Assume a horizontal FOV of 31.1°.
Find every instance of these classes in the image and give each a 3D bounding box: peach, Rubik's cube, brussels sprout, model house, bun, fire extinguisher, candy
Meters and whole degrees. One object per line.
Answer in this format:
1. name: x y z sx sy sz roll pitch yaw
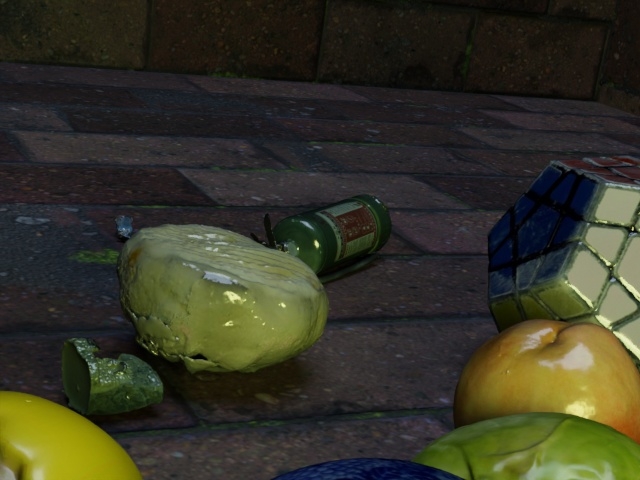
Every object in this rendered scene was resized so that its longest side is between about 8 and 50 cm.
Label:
1. peach: 0.213 0.157 1.063 0.184 0.184 0.184 8 16 -2
2. Rubik's cube: 0.341 0.051 1.317 0.264 0.319 0.319 31 8 -22
3. brussels sprout: 0.156 0.211 0.871 0.223 0.161 0.223 10 9 -2
4. model house: -0.203 0.132 1.127 0.083 0.066 0.079 -1 21 -33
5. bun: -0.111 0.071 1.250 0.239 0.141 0.239 13 13 -3
6. fire extinguisher: 0.000 0.000 1.627 0.093 0.118 0.294 -23 -2 32
7. candy: -0.287 -0.019 1.672 0.030 0.020 0.083 6 18 -6

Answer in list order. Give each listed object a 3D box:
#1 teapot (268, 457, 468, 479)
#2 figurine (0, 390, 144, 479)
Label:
1. teapot: 0.009 0.246 0.602 0.424 0.252 0.280 -27 -1 -44
2. figurine: -0.241 0.216 0.659 0.215 0.187 0.344 2 19 25
